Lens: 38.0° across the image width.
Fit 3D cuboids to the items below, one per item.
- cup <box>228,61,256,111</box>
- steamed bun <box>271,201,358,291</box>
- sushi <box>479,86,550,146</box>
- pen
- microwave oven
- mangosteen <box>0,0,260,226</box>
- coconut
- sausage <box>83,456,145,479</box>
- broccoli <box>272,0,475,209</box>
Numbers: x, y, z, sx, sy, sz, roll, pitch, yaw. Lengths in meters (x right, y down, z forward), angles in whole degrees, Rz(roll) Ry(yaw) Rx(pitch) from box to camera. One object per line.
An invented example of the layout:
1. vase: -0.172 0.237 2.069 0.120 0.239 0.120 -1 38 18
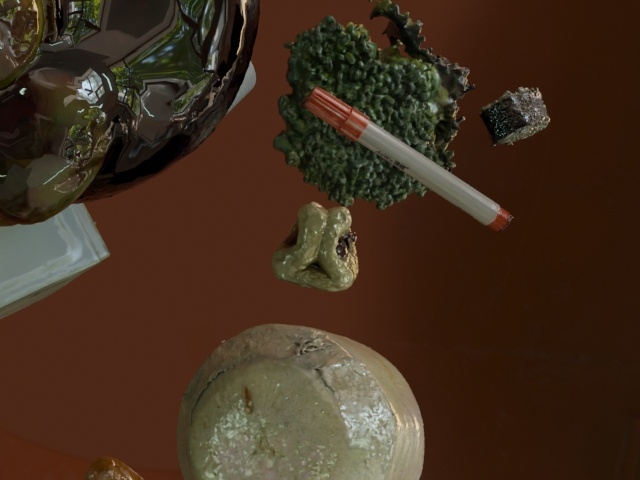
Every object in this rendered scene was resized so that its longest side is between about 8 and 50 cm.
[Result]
1. cup: -0.176 -0.229 1.314 0.133 0.099 0.136 -49 122 -28
2. steamed bun: 0.000 0.000 1.819 0.172 0.141 0.155 13 118 3
3. sushi: 0.328 -0.210 1.559 0.090 0.150 0.078 -30 81 38
4. pen: 0.087 -0.079 0.917 0.239 0.028 0.028 32 93 -10
5. microwave oven: -0.582 0.021 1.640 0.286 0.355 0.218 -27 92 -35
6. mangosteen: -0.178 -0.140 0.505 0.287 0.233 0.287 -18 115 -42
7. coconut: -0.014 0.185 0.857 0.224 0.234 0.224 -1 82 11
8. sausage: -0.297 0.406 1.388 0.109 0.270 0.109 -1 56 1
9. broccoli: 0.087 -0.230 1.586 0.334 0.272 0.324 1 141 -8
